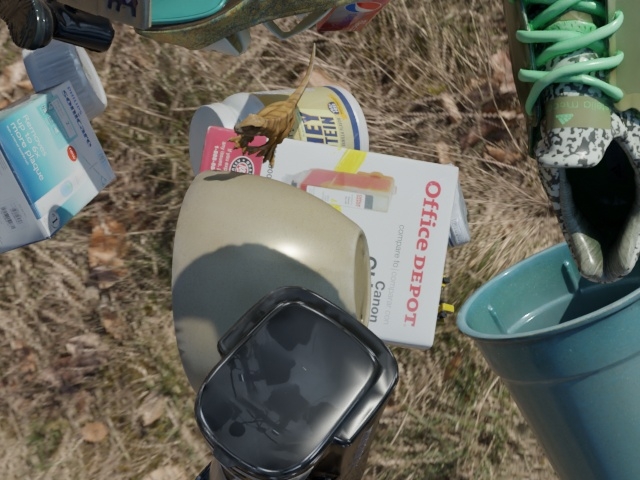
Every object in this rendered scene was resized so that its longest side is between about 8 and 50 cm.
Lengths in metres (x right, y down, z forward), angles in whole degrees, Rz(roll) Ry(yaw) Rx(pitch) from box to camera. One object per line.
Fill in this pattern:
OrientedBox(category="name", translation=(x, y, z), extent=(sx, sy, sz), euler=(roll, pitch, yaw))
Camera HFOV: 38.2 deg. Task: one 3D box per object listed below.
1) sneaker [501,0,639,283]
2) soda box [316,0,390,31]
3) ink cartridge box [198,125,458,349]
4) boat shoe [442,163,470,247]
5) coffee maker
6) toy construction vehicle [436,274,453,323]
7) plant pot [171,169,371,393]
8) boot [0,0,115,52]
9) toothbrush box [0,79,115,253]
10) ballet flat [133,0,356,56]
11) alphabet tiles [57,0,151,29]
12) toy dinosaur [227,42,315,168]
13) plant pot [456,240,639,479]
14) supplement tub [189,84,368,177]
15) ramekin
OrientedBox(category="sneaker", translation=(0.203, -0.136, 0.697), extent=(0.158, 0.182, 0.410), euler=(-9, 126, 28))
OrientedBox(category="soda box", translation=(0.057, -0.415, 1.511), extent=(0.083, 0.263, 0.092), euler=(-4, 90, -12))
OrientedBox(category="ink cartridge box", translation=(0.000, 0.000, 1.413), extent=(0.384, 0.160, 0.279), euler=(9, 84, 1))
OrientedBox(category="boat shoe", translation=(0.227, -0.069, 1.773), extent=(0.094, 0.302, 0.109), euler=(-15, 108, 12))
OrientedBox(category="coffee maker", translation=(-0.016, 0.112, 0.633), extent=(0.120, 0.178, 0.171), euler=(15, 56, 3))
OrientedBox(category="toy construction vehicle", translation=(0.199, 0.104, 1.569), extent=(0.035, 0.098, 0.086), euler=(10, 62, -16))
OrientedBox(category="plant pot", translation=(-0.041, 0.053, 1.124), extent=(0.190, 0.284, 0.284), euler=(-1, 92, 11))
OrientedBox(category="boot", translation=(-0.478, -0.404, 1.731), extent=(0.246, 0.207, 0.094), euler=(42, 116, 47))
OrientedBox(category="toothbrush box", translation=(-0.527, -0.141, 1.705), extent=(0.126, 0.295, 0.216), euler=(-15, 110, 18))
OrientedBox(category="ballet flat", translation=(-0.099, -0.320, 1.283), extent=(0.348, 0.123, 0.123), euler=(-15, 89, 24))
OrientedBox(category="alphabet tiles", translation=(-0.169, -0.328, 0.620), extent=(0.285, 0.011, 0.343), euler=(26, 123, 37))
OrientedBox(category="toy dinosaur", translation=(-0.049, -0.148, 1.116), extent=(0.064, 0.211, 0.112), euler=(40, 123, -5))
OrientedBox(category="plant pot", translation=(0.428, 0.200, 1.376), extent=(0.341, 0.341, 0.334), euler=(-24, 101, 14))
OrientedBox(category="supplement tub", translation=(-0.085, -0.192, 1.878), extent=(0.228, 0.316, 0.229), euler=(26, 121, 53))
OrientedBox(category="ramekin", translation=(-0.548, -0.345, 2.005), extent=(0.109, 0.207, 0.207), euler=(-23, 86, -1))
